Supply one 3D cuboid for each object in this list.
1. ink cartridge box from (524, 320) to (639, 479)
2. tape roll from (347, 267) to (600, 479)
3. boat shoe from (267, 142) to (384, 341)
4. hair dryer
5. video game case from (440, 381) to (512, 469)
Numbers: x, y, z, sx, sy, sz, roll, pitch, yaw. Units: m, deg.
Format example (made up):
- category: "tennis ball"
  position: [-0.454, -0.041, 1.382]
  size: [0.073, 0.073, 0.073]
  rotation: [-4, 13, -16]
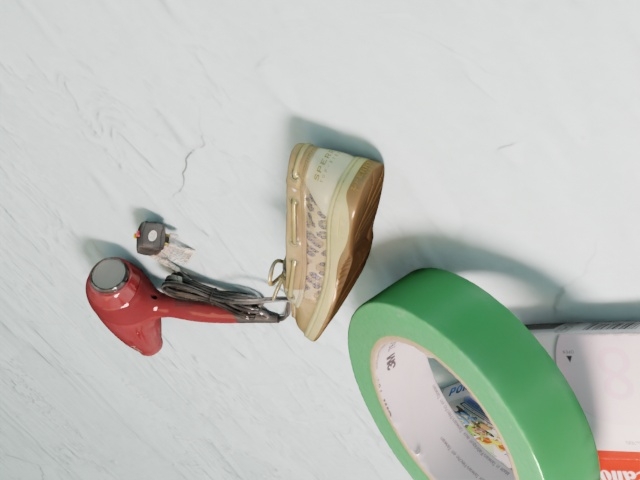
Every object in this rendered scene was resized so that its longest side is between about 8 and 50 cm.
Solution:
- category: "ink cartridge box"
  position: [0.293, 0.200, 1.587]
  size: [0.189, 0.066, 0.232]
  rotation: [-6, 96, 43]
- category: "tape roll"
  position: [0.158, 0.185, 1.623]
  size: [0.321, 0.077, 0.321]
  rotation: [44, 154, 28]
- category: "boat shoe"
  position: [0.000, 0.000, 1.576]
  size: [0.089, 0.104, 0.285]
  rotation: [25, 142, 9]
- category: "hair dryer"
  position: [-0.187, 0.090, 1.883]
  size: [0.223, 0.080, 0.293]
  rotation: [33, 151, -15]
- category: "video game case"
  position: [0.302, 0.260, 1.830]
  size: [0.329, 0.036, 0.300]
  rotation: [33, 151, -16]
